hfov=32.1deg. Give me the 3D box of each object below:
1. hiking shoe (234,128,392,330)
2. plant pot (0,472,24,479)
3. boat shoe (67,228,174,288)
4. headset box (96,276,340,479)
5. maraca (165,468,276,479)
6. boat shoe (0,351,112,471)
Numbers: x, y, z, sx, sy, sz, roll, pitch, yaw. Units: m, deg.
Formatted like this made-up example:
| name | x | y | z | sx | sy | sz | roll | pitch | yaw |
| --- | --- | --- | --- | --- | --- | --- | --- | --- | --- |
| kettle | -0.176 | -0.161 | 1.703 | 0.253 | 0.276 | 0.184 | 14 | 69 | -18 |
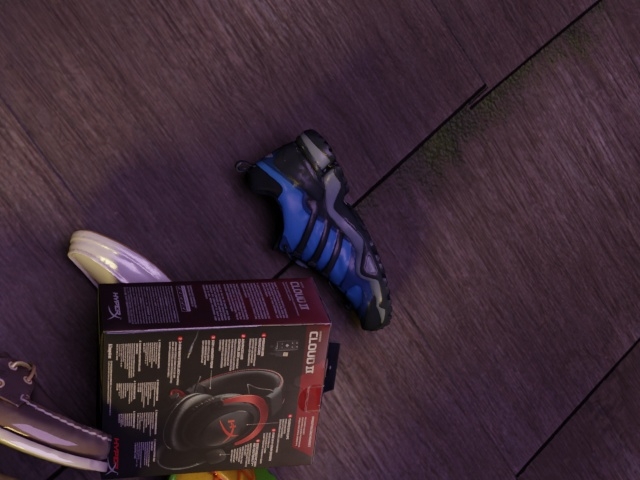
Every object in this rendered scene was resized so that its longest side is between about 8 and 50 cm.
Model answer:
| name | x | y | z | sx | sy | sz | roll | pitch | yaw |
| --- | --- | --- | --- | --- | --- | --- | --- | --- | --- |
| hiking shoe | 0.000 | 0.000 | 1.545 | 0.132 | 0.113 | 0.304 | -24 | 104 | 1 |
| plant pot | -0.399 | 0.345 | 1.204 | 0.274 | 0.256 | 0.256 | 32 | 69 | -5 |
| boat shoe | -0.218 | 0.099 | 1.395 | 0.277 | 0.098 | 0.096 | 43 | 65 | -20 |
| headset box | -0.119 | 0.164 | 1.342 | 0.293 | 0.110 | 0.218 | -2 | 120 | -14 |
| maraca | -0.125 | 0.314 | 1.426 | 0.186 | 0.099 | 0.127 | -12 | 100 | -47 |
| boat shoe | -0.377 | 0.167 | 1.247 | 0.325 | 0.116 | 0.096 | 22 | 74 | 0 |
